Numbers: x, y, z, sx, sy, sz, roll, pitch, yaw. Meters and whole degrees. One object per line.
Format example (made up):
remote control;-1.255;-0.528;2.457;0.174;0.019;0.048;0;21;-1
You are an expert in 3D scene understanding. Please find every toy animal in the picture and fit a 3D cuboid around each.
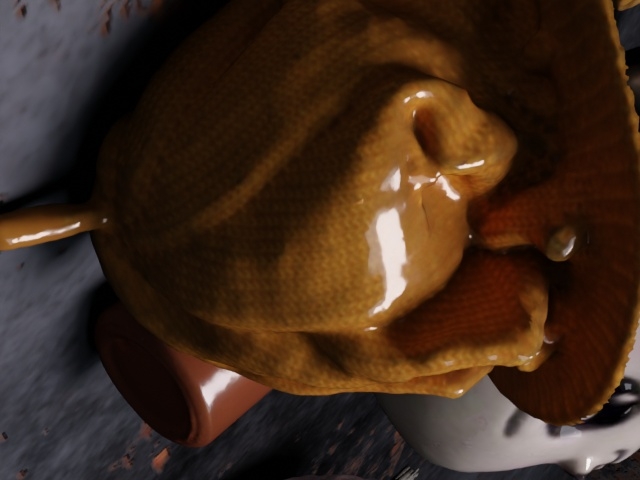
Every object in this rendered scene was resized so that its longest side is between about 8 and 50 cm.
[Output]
toy animal;0.162;0.018;1.052;0.310;0.251;0.251;-25;152;-30

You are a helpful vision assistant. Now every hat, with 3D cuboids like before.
hat;-0.022;-0.029;0.678;0.233;0.233;0.244;-11;134;-21

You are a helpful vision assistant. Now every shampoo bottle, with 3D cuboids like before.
shampoo bottle;-0.001;0.001;0.840;0.244;0.085;0.085;-40;160;-28

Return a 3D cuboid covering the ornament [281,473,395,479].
ornament;0.006;0.280;1.170;0.259;0.225;0.259;-17;158;-7

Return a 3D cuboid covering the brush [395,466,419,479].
brush;-0.021;0.310;1.522;0.314;0.017;0.090;-34;157;-37

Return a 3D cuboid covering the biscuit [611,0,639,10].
biscuit;0.275;-0.252;0.926;0.351;0.057;0.312;-41;172;-24
